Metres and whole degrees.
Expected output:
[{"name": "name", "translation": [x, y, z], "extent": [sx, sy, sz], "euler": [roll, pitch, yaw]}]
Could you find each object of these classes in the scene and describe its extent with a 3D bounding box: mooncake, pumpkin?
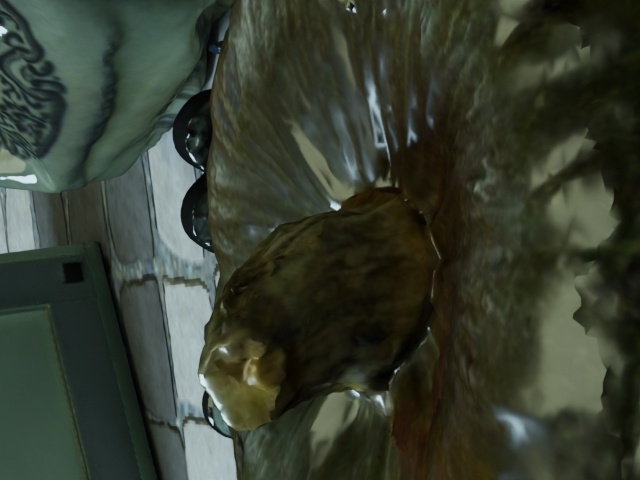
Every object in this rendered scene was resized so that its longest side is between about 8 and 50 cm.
[{"name": "mooncake", "translation": [-0.131, -0.167, 0.901], "extent": [0.250, 0.136, 0.254], "euler": [131, 128, -65]}, {"name": "pumpkin", "translation": [0.054, 0.009, 0.450], "extent": [0.260, 0.189, 0.260], "euler": [171, 90, -66]}]

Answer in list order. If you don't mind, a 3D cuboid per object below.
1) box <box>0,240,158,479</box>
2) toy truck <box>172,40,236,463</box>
[{"name": "box", "translation": [-0.219, 0.132, 1.080], "extent": [0.117, 0.225, 0.225], "euler": [127, 131, -58]}, {"name": "toy truck", "translation": [0.000, 0.000, 0.703], "extent": [0.074, 0.088, 0.201], "euler": [28, 126, 60]}]
